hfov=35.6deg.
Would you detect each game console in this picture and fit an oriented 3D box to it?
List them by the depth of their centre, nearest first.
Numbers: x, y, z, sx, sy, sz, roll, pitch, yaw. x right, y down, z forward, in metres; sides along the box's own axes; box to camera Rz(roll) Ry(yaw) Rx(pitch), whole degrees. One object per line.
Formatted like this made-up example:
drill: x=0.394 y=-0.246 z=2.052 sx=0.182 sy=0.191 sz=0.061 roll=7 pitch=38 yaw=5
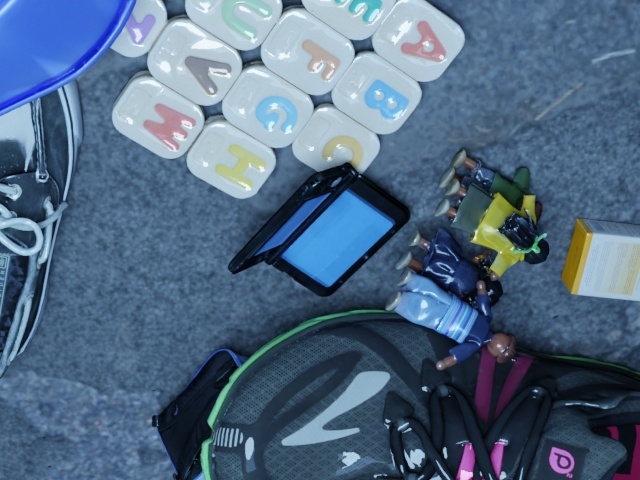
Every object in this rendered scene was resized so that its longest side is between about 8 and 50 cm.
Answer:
game console: x=0.000 y=0.000 z=0.845 sx=0.071 sy=0.107 sz=0.122 roll=48 pitch=115 yaw=8

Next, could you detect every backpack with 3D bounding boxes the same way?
backpack: x=-0.082 y=0.161 z=0.904 sx=0.084 sy=0.105 sz=0.114 roll=23 pitch=110 yaw=-37

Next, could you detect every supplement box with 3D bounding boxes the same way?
supplement box: x=0.274 y=0.019 z=0.896 sx=0.098 sy=0.036 sz=0.062 roll=6 pitch=113 yaw=-6

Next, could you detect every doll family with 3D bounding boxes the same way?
doll family: x=0.133 y=0.018 z=0.832 sx=0.111 sy=0.076 sz=0.193 roll=31 pitch=84 yaw=-9

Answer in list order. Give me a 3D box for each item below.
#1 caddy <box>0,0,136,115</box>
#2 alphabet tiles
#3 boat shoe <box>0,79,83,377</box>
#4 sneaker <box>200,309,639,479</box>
caddy: x=-0.289 y=-0.196 z=0.690 sx=0.341 sy=0.179 sz=0.241 roll=-24 pitch=88 yaw=8
alphabet tiles: x=-0.039 y=-0.168 z=0.786 sx=0.278 sy=0.021 sz=0.284 roll=30 pitch=113 yaw=-20
boat shoe: x=-0.266 y=-0.023 z=0.806 sx=0.113 sy=0.105 sz=0.306 roll=14 pitch=112 yaw=-10
sneaker: x=0.143 y=0.166 z=0.835 sx=0.482 sy=0.202 sz=0.185 roll=4 pitch=95 yaw=-15
